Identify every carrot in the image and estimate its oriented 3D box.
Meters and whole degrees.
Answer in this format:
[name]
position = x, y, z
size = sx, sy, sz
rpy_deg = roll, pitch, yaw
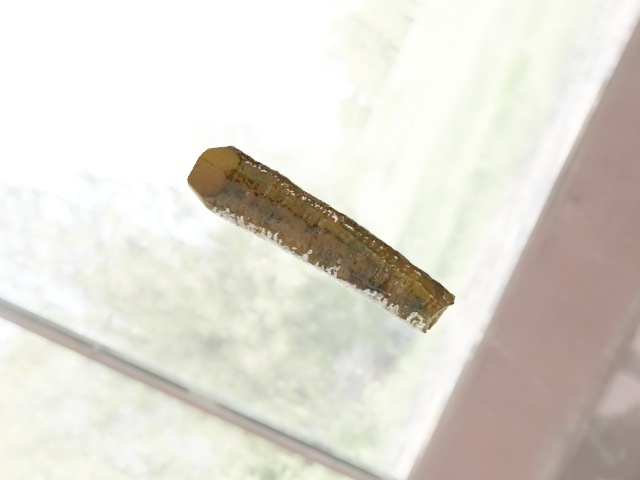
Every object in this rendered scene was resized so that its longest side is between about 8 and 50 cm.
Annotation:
[carrot]
position = 0.000, 0.000, 1.013
size = 0.042, 0.171, 0.042
rpy_deg = -52, -15, -20
